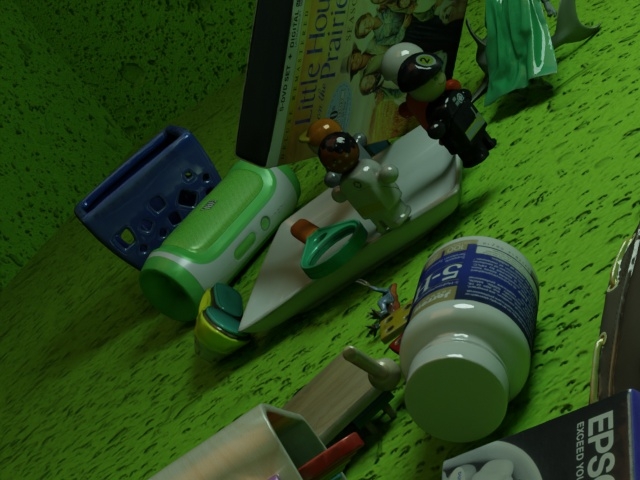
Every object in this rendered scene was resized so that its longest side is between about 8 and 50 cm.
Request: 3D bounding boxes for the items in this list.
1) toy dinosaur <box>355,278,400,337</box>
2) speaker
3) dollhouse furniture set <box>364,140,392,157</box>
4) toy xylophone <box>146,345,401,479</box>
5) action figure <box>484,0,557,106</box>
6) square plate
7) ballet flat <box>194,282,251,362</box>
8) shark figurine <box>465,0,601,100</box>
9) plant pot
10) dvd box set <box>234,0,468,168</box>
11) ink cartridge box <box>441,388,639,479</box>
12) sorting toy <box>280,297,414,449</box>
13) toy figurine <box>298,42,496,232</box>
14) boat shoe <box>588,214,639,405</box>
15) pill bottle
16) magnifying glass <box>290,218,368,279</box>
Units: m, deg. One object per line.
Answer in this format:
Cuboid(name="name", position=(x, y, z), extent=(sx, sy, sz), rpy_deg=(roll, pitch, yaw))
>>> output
Cuboid(name="toy dinosaur", position=(0.078, 0.074, 1.476), extent=(0.090, 0.047, 0.082), rpy_deg=(13, 35, 29))
Cuboid(name="speaker", position=(-0.153, -0.010, 2.074), extent=(0.131, 0.131, 0.296), rpy_deg=(-21, 24, 51))
Cuboid(name="dollhouse furniture set", position=(0.076, -0.211, 1.991), extent=(0.129, 0.184, 0.129), rpy_deg=(-49, 18, -31))
Cuboid(name="toy xylophone", position=(-0.033, 0.181, 1.045), extent=(0.236, 0.081, 0.322), rpy_deg=(-36, -12, 8))
Cuboid(name="action figure", position=(0.269, -0.308, 1.798), extent=(0.137, 0.063, 0.232), rpy_deg=(-20, 67, 47))
Cuboid(name="square plate", position=(0.061, -0.030, 1.762), extent=(0.344, 0.049, 0.347), rpy_deg=(-34, 15, 21))
Cuboid(name="ballet flat", position=(-0.138, 0.121, 1.782), extent=(0.077, 0.077, 0.231), rpy_deg=(-59, 10, 8))
Cuboid(name="shark figurine", position=(0.265, -0.287, 1.904), extent=(0.166, 0.116, 0.278), rpy_deg=(-44, 14, -13))
Cuboid(name="plant pot", position=(-0.262, -0.041, 2.259), extent=(0.236, 0.212, 0.236), rpy_deg=(-40, 15, -5))
Cuboid(name="dvd box set", position=(0.060, -0.276, 1.781), extent=(0.062, 0.308, 0.420), rpy_deg=(24, 24, 31))
Cuboid(name="ink cartridge box", position=(0.157, 0.192, 0.774), extent=(0.208, 0.045, 0.206), rpy_deg=(-28, 36, 33))
Cuboid(name="sorting toy", position=(0.019, 0.166, 1.288), extent=(0.274, 0.046, 0.132), rpy_deg=(-43, 15, -10))
Cuboid(name="toy figurine", position=(0.086, -0.131, 1.613), extent=(0.209, 0.148, 0.213), rpy_deg=(-38, 16, 6))
Cuboid(name="boat shoe", position=(0.255, 0.040, 0.963), extent=(0.096, 0.116, 0.324), rpy_deg=(-26, 25, 32))
Cuboid(name="pill bottle", position=(0.127, 0.085, 1.139), extent=(0.112, 0.112, 0.187), rpy_deg=(-32, 16, 26))
Cuboid(name="magnifying glass", position=(0.000, 0.000, 1.679), extent=(0.092, 0.026, 0.231), rpy_deg=(-41, 14, -5))
